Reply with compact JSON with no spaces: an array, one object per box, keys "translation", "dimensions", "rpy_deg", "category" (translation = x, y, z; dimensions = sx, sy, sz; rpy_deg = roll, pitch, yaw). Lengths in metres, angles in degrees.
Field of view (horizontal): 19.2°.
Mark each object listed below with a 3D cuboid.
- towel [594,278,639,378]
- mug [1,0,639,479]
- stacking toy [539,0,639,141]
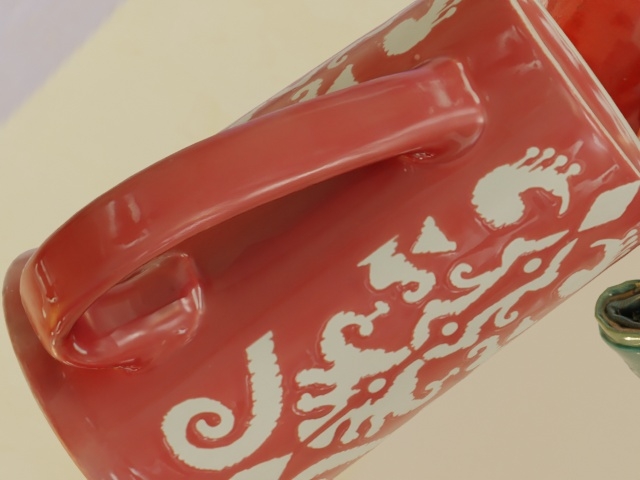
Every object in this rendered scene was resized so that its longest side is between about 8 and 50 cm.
[{"translation":[0.337,0.143,1.004],"dimensions":[0.271,0.370,0.040],"rpy_deg":[7,-119,51],"category":"towel"},{"translation":[0.006,0.007,0.532],"dimensions":[0.169,0.113,0.150],"rpy_deg":[-35,-175,13],"category":"mug"},{"translation":[0.175,0.002,0.602],"dimensions":[0.141,0.141,0.330],"rpy_deg":[-51,-133,19],"category":"stacking toy"}]
